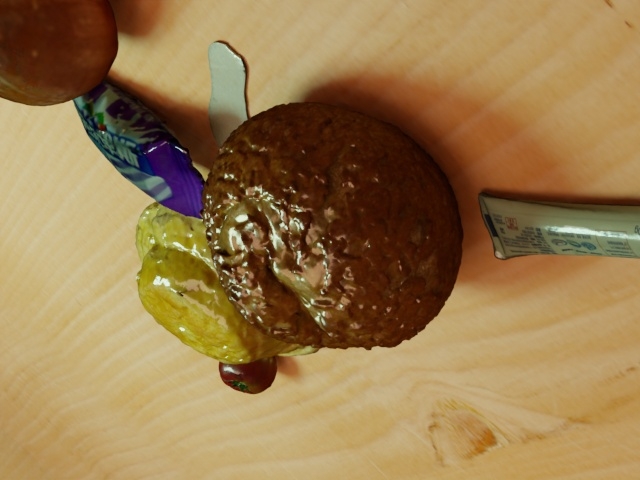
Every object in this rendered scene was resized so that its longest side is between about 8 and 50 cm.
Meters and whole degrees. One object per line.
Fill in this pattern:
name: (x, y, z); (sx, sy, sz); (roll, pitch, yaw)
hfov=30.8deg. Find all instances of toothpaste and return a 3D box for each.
toothpaste: (0.254, -0.008, 1.081); (0.069, 0.047, 0.268); (38, 158, -35)

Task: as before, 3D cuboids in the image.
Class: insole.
insole: (-0.105, -0.153, 1.333); (0.065, 0.004, 0.197); (28, 147, 21)

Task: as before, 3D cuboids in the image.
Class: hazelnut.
hazelnut: (-0.333, -0.244, 1.287); (0.214, 0.214, 0.176); (33, 107, 12)

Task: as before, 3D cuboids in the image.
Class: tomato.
tomato: (-0.105, 0.182, 1.701); (0.087, 0.075, 0.087); (17, 149, 10)

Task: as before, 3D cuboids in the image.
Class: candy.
candy: (-0.237, -0.128, 1.442); (0.275, 0.070, 0.145); (36, 153, 30)

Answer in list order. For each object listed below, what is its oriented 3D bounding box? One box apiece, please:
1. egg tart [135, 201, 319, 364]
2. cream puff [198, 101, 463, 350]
egg tart: (-0.139, 0.074, 1.546); (0.319, 0.128, 0.319); (28, 149, 18)
cream puff: (0.000, 0.000, 1.214); (0.303, 0.212, 0.303); (24, 141, 21)
